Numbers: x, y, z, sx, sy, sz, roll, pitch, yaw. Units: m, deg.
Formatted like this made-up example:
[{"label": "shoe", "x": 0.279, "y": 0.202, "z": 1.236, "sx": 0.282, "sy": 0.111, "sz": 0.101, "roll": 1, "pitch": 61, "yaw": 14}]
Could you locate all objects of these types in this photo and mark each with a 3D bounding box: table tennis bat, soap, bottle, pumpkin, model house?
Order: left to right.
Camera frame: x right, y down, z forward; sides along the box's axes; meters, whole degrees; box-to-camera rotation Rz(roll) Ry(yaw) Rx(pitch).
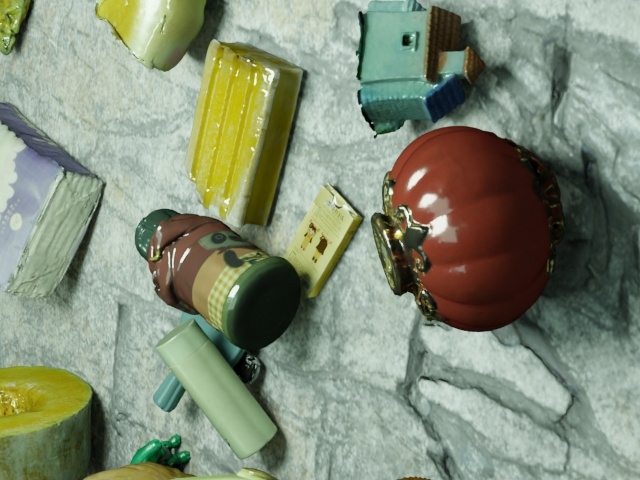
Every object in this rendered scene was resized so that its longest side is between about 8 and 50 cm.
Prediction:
[{"label": "pumpkin", "x": -0.548, "y": 0.354, "z": 1.825, "sx": 0.332, "sy": 0.332, "sz": 0.199, "roll": 16, "pitch": 110, "yaw": 42}, {"label": "table tennis bat", "x": -0.178, "y": 0.156, "z": 1.613, "sx": 0.244, "sy": 0.040, "sz": 0.153, "roll": -57, "pitch": 48, "yaw": 18}, {"label": "bottle", "x": -0.162, "y": 0.038, "z": 1.506, "sx": 0.271, "sy": 0.143, "sz": 0.156, "roll": 30, "pitch": 155, "yaw": 38}, {"label": "bottle", "x": -0.147, "y": 0.209, "z": 1.532, "sx": 0.072, "sy": 0.072, "sz": 0.201, "roll": -28, "pitch": 102, "yaw": 42}, {"label": "soap", "x": -0.113, "y": -0.148, "z": 1.516, "sx": 0.140, "sy": 0.073, "sz": 0.232, "roll": 31, "pitch": 116, "yaw": 39}, {"label": "model house", "x": 0.126, "y": -0.205, "z": 1.271, "sx": 0.148, "sy": 0.119, "sz": 0.148, "roll": 2, "pitch": 72, "yaw": 20}]

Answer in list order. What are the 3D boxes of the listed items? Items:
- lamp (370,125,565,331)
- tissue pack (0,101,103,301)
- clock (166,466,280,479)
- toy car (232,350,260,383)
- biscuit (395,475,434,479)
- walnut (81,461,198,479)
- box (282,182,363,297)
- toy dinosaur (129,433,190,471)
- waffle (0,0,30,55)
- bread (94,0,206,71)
[{"label": "lamp", "x": 0.165, "y": -0.015, "z": 1.178, "sx": 0.226, "sy": 0.226, "sz": 0.227, "roll": 6, "pitch": 99, "yaw": 44}, {"label": "tissue pack", "x": -0.545, "y": -0.084, "z": 1.884, "sx": 0.343, "sy": 0.125, "sz": 0.242, "roll": 35, "pitch": 105, "yaw": 36}, {"label": "clock", "x": -0.111, "y": 0.418, "z": 1.449, "sx": 0.096, "sy": 0.307, "sz": 0.235, "roll": 165, "pitch": 96, "yaw": -75}, {"label": "toy car", "x": -0.119, "y": 0.171, "z": 1.589, "sx": 0.093, "sy": 0.025, "sz": 0.041, "roll": 44, "pitch": 113, "yaw": 46}, {"label": "biscuit", "x": 0.081, "y": 0.360, "z": 1.322, "sx": 0.187, "sy": 0.188, "sz": 0.027, "roll": -4, "pitch": 127, "yaw": 44}, {"label": "walnut", "x": -0.280, "y": 0.477, "z": 1.609, "sx": 0.313, "sy": 0.277, "sz": 0.252, "roll": -58, "pitch": 46, "yaw": 28}, {"label": "box", "x": 0.000, "y": 0.000, "z": 1.460, "sx": 0.073, "sy": 0.020, "sz": 0.149, "roll": 50, "pitch": 126, "yaw": 29}, {"label": "toy dinosaur", "x": -0.264, "y": 0.349, "z": 1.702, "sx": 0.059, "sy": 0.096, "sz": 0.132, "roll": 54, "pitch": 125, "yaw": 27}, {"label": "waffle", "x": -0.578, "y": -0.451, "z": 1.947, "sx": 0.204, "sy": 0.054, "sz": 0.224, "roll": 36, "pitch": 116, "yaw": 36}, {"label": "bread", "x": -0.229, "y": -0.370, "z": 1.562, "sx": 0.156, "sy": 0.158, "sz": 0.261, "roll": -2, "pitch": 93, "yaw": 34}]
